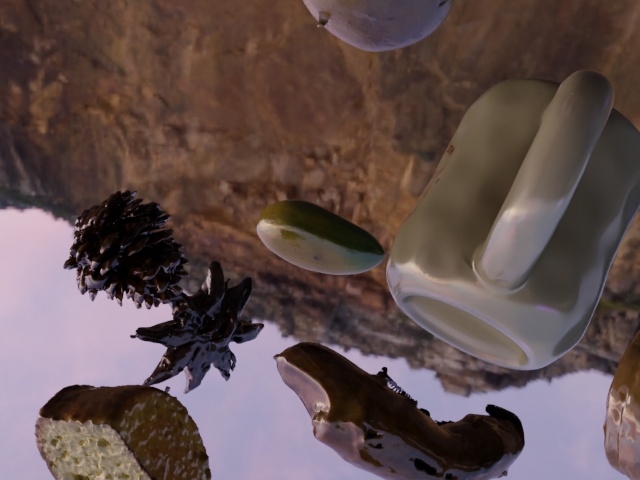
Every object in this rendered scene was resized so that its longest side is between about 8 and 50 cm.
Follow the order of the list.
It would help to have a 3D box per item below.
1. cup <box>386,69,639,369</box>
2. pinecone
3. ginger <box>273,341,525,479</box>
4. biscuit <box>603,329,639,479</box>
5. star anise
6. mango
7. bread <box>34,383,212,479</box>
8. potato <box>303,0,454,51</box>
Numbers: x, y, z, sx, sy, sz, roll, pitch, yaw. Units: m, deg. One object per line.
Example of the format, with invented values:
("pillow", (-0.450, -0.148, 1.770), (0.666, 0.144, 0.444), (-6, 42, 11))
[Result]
("cup", (0.179, -0.014, 0.739), (0.173, 0.202, 0.255), (34, 163, -14))
("pinecone", (-0.255, 0.019, 1.228), (0.174, 0.173, 0.173), (6, -152, -3))
("ginger", (0.094, 0.211, 1.029), (0.309, 0.107, 0.133), (23, -119, -24))
("biscuit", (0.417, 0.114, 0.901), (0.394, 0.368, 0.076), (20, 178, -39))
("star anise", (-0.192, 0.165, 1.583), (0.272, 0.271, 0.103), (-12, -155, -34))
("mango", (-0.003, 0.003, 1.699), (0.238, 0.137, 0.091), (27, -128, 0))
("bread", (-0.286, 0.334, 1.435), (0.195, 0.340, 0.179), (-13, -152, 27))
("potato", (0.096, -0.364, 1.410), (0.239, 0.115, 0.299), (-18, 161, 26))
